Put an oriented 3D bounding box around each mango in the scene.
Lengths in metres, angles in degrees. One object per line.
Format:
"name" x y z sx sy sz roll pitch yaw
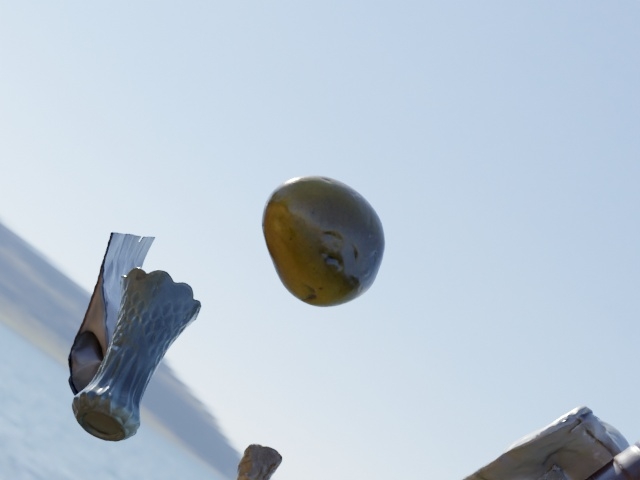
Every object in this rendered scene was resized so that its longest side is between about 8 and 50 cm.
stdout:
"mango" 0.000 0.000 1.753 0.098 0.137 0.195 30 -3 35

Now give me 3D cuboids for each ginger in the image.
"ginger" -0.016 0.332 1.646 0.288 0.075 0.089 53 7 38

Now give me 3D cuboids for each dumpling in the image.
"dumpling" 0.263 0.323 1.877 0.341 0.260 0.181 43 26 -72

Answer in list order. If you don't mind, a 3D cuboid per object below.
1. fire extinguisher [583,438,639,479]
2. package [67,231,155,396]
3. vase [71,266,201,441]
"fire extinguisher" 0.251 0.350 1.714 0.102 0.344 0.138 54 0 12
"package" -0.263 0.115 1.996 0.062 0.251 0.204 6 -1 6
"vase" -0.168 0.105 1.401 0.081 0.149 0.081 14 -36 11
